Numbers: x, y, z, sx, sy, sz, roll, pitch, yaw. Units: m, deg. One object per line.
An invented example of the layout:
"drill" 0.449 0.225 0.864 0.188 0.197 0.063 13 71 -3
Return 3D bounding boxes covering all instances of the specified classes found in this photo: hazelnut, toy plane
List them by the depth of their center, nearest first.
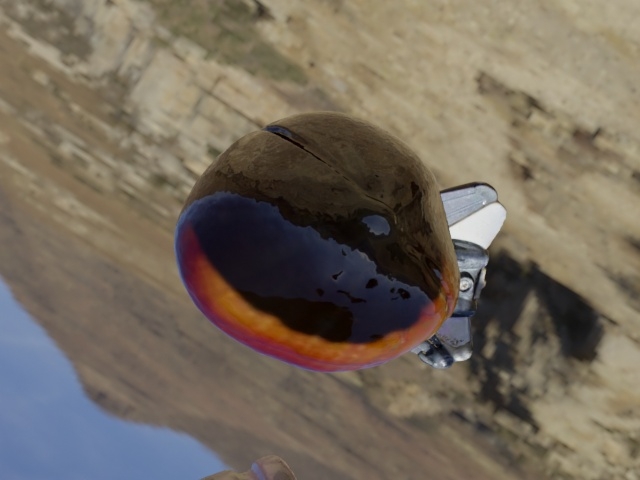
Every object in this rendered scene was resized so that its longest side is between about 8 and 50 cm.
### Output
"hazelnut" 0.000 0.000 1.136 0.229 0.229 0.229 32 178 1
"toy plane" 0.020 0.021 1.434 0.316 0.204 0.103 6 -163 -19

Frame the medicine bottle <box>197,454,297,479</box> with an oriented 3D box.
"medicine bottle" -0.143 0.313 1.121 0.202 0.316 0.202 161 90 -80
